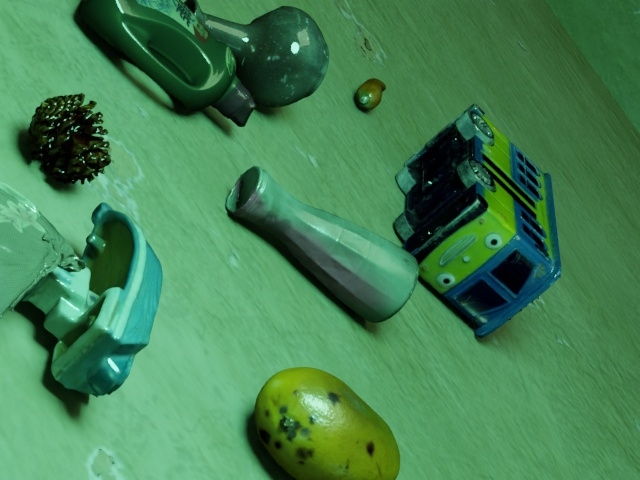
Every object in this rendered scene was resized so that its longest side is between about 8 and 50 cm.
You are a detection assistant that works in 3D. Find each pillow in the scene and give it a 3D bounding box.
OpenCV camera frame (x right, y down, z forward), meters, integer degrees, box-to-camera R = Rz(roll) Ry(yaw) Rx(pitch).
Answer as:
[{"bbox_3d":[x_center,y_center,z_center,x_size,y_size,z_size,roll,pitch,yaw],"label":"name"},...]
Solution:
[{"bbox_3d":[-0.274,0.013,1.226,0.169,0.059,0.255,30,27,0],"label":"pillow"}]

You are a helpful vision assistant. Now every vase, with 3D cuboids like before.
[{"bbox_3d":[-0.084,-0.224,1.954,0.183,0.120,0.120,17,37,-28],"label":"vase"},{"bbox_3d":[0.000,0.000,1.796,0.214,0.086,0.086,34,27,-25],"label":"vase"}]

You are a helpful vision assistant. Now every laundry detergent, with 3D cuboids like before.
[{"bbox_3d":[-0.154,-0.198,1.814,0.222,0.078,0.144,46,25,-17],"label":"laundry detergent"}]

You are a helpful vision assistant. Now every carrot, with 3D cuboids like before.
[{"bbox_3d":[0.070,-0.201,2.293,0.035,0.035,0.142,49,18,-5],"label":"carrot"}]

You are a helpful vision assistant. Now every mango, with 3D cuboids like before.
[{"bbox_3d":[0.013,0.179,1.533,0.178,0.090,0.115,42,15,-41],"label":"mango"}]

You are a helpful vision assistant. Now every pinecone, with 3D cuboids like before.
[{"bbox_3d":[-0.222,-0.091,1.519,0.083,0.077,0.077,53,20,-24],"label":"pinecone"}]

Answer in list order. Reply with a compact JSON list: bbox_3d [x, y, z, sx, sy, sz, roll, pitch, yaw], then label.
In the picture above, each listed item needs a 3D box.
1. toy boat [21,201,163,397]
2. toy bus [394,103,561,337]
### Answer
[{"bbox_3d":[-0.188,0.034,1.374,0.102,0.088,0.215,38,27,-20],"label":"toy boat"},{"bbox_3d":[0.196,-0.029,2.129,0.175,0.138,0.288,42,23,-17],"label":"toy bus"}]
